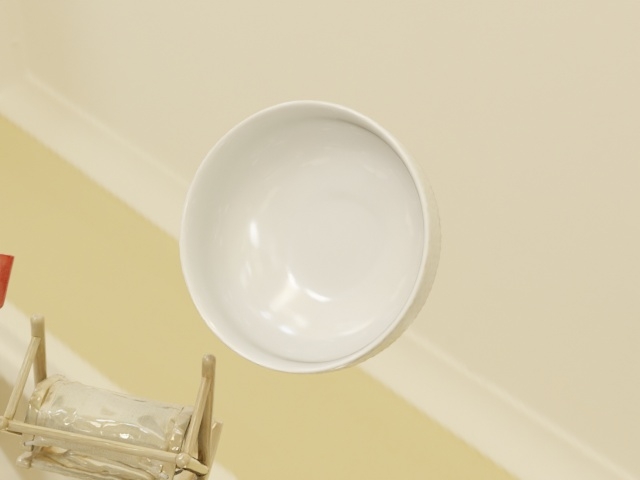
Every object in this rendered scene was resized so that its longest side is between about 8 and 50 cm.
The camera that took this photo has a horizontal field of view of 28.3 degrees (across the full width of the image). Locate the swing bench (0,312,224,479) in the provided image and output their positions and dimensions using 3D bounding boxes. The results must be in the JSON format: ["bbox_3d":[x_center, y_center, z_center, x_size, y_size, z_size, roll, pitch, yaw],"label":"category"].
[{"bbox_3d":[-0.273,0.247,1.701,0.253,0.165,0.254,11,-30,4],"label":"swing bench"}]

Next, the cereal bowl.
[{"bbox_3d":[0.000,0.000,1.602,0.339,0.141,0.339,-2,-96,23],"label":"cereal bowl"}]

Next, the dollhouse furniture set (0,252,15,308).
[{"bbox_3d":[-0.456,-0.017,1.402,0.201,0.152,0.374,4,-8,8],"label":"dollhouse furniture set"}]
